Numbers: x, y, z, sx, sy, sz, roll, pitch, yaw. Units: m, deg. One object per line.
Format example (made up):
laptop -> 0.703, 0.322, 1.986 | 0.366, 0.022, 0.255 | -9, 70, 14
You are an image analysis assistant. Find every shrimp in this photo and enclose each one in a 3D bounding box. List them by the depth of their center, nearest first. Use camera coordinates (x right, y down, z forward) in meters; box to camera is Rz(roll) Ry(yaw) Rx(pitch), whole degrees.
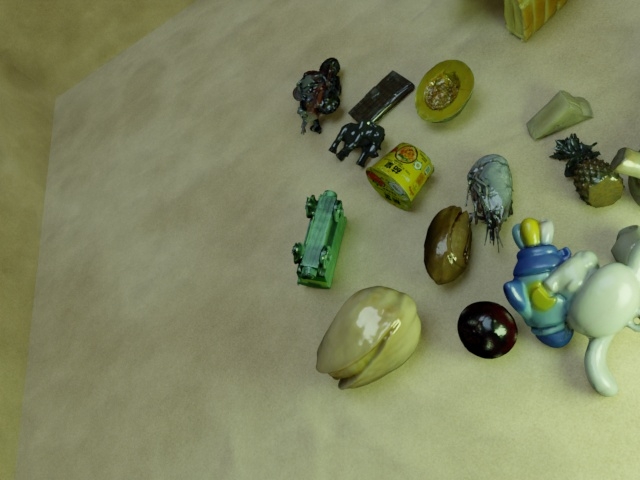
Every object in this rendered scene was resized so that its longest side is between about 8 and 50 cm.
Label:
shrimp -> 0.468, -0.107, 1.688 | 0.145, 0.116, 0.343 | -13, 49, 27

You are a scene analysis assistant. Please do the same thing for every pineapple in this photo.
pineapple -> 0.708, -0.199, 1.607 | 0.125, 0.125, 0.251 | -30, 40, 15

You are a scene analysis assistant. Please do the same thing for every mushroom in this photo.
mushroom -> 0.759, 0.058, 1.414 | 0.097, 0.088, 0.212 | -22, 60, 17
mushroom -> 0.803, -0.170, 1.432 | 0.215, 0.207, 0.207 | 14, 63, -8

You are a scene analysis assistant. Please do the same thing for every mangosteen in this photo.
mangosteen -> 0.423, 0.220, 1.509 | 0.152, 0.152, 0.152 | -16, 55, 24

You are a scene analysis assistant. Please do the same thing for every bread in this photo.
bread -> 0.696, -0.354, 1.755 | 0.152, 0.105, 0.077 | -48, 39, 43
bread -> 0.683, -0.783, 1.877 | 0.239, 0.246, 0.111 | -45, 65, 2

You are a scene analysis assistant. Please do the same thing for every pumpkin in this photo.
pumpkin -> 0.416, -0.468, 1.962 | 0.217, 0.110, 0.217 | -13, 68, 33

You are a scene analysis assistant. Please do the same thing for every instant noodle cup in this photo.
instant noodle cup -> 0.254, -0.209, 1.861 | 0.144, 0.182, 0.182 | -47, 48, -12

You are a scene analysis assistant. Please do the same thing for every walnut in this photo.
walnut -> 0.356, 0.010, 1.676 | 0.137, 0.137, 0.245 | -2, 61, 32

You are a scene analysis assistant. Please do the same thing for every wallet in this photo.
wallet -> 0.216, -0.501, 2.143 | 0.230, 0.042, 0.124 | -44, 51, 3

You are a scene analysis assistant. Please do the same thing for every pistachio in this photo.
pistachio -> 0.130, 0.262, 1.611 | 0.321, 0.229, 0.238 | -45, 4, 17

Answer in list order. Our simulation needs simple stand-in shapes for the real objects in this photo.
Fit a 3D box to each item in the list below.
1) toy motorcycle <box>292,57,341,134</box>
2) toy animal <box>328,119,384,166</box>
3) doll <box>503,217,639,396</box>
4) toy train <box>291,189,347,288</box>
toy motorcycle -> -0.021, -0.518, 2.248 | 0.207, 0.134, 0.401 | -17, 53, 24
toy animal -> 0.129, -0.339, 2.051 | 0.245, 0.114, 0.146 | 30, 81, 41
doll -> 0.592, 0.122, 1.421 | 0.365, 0.187, 0.376 | 23, 78, 38
toy train -> 0.000, 0.000, 1.872 | 0.120, 0.202, 0.301 | 9, 66, 11
